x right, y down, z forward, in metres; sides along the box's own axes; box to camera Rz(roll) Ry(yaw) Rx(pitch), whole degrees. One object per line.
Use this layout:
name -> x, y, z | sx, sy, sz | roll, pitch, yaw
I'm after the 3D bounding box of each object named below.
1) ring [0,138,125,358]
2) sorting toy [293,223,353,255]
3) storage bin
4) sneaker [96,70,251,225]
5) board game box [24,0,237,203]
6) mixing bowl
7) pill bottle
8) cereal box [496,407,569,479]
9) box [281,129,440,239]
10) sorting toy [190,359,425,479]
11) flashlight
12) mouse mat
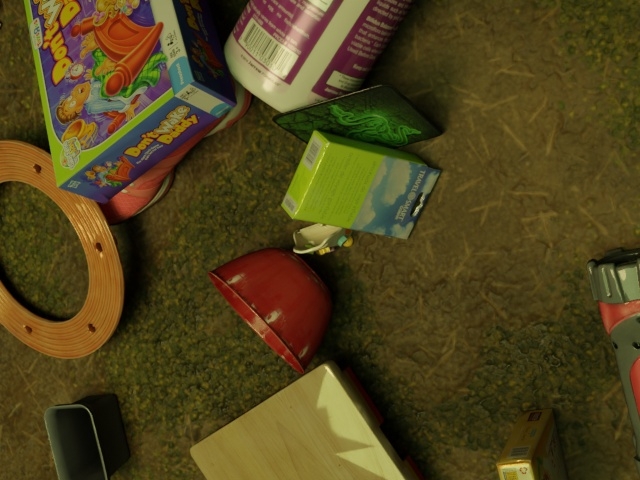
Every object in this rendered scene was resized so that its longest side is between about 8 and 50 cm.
ring -> -0.407, 0.014, 1.449 | 0.336, 0.032, 0.337 | 15, 118, 29
sorting toy -> 0.000, 0.000, 1.299 | 0.083, 0.075, 0.045 | -19, 94, 24
storage bin -> -0.344, 0.295, 1.488 | 0.098, 0.091, 0.135 | -8, 98, 22
sneaker -> -0.236, -0.132, 1.328 | 0.314, 0.136, 0.116 | -42, 85, 24
board game box -> -0.249, -0.254, 1.248 | 0.233, 0.078, 0.347 | -33, 59, 25
mixing bowl -> -0.050, 0.076, 1.301 | 0.098, 0.181, 0.181 | -43, 84, -10
pill bottle -> 0.024, -0.300, 1.175 | 0.169, 0.169, 0.301 | 38, 112, 10
cereal box -> 0.276, 0.347, 1.217 | 0.047, 0.173, 0.240 | -11, 97, 23
box -> 0.052, -0.066, 1.236 | 0.042, 0.178, 0.109 | 49, 121, 48
sorting toy -> -0.001, 0.319, 1.363 | 0.255, 0.089, 0.257 | -35, 88, 24
flashlight -> 0.395, 0.159, 1.169 | 0.103, 0.103, 0.304 | -14, 95, 20
mouse mat -> 0.048, -0.136, 1.197 | 0.152, 0.189, 0.007 | -13, 73, 23
